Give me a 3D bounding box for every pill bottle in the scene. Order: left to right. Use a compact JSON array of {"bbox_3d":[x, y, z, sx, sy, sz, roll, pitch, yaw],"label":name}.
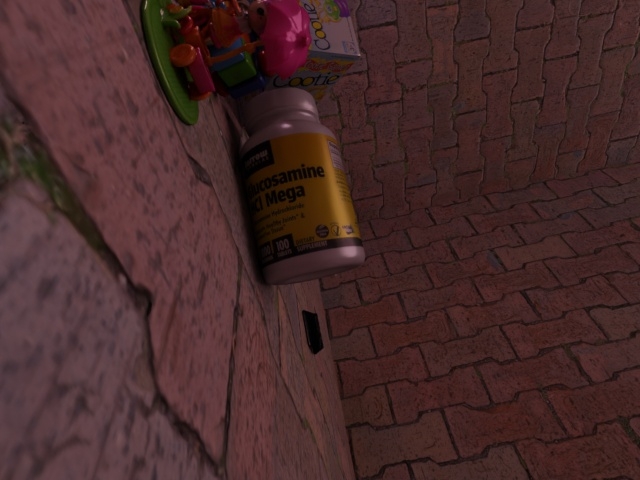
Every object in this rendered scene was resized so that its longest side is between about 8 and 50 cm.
[{"bbox_3d":[-0.044,-0.097,0.743,0.188,0.188,0.333,74,2,-80],"label":"pill bottle"}]

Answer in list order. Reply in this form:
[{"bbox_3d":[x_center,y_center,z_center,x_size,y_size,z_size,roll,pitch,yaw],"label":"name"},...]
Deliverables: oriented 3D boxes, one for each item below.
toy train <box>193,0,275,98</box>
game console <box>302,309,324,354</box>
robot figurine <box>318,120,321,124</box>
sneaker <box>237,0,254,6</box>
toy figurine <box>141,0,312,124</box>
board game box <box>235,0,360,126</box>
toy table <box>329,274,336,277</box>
[{"bbox_3d":[-0.159,-0.368,0.637,0.143,0.105,0.247,43,32,-65],"label":"toy train"},{"bbox_3d":[-0.037,0.303,1.314,0.107,0.071,0.122,126,-40,-49],"label":"game console"},{"bbox_3d":[-0.080,-0.315,1.416,0.300,0.200,0.353,-18,-96,57],"label":"robot figurine"},{"bbox_3d":[-0.212,-0.905,1.431,0.319,0.208,0.127,-103,179,-71],"label":"sneaker"},{"bbox_3d":[-0.090,-0.227,0.444,0.130,0.159,0.173,76,0,-62],"label":"toy figurine"},{"bbox_3d":[-0.065,-0.352,0.793,0.275,0.142,0.144,-24,-103,60],"label":"board game box"},{"bbox_3d":[0.000,0.000,1.540,0.161,0.252,0.274,50,34,-52],"label":"toy table"}]
